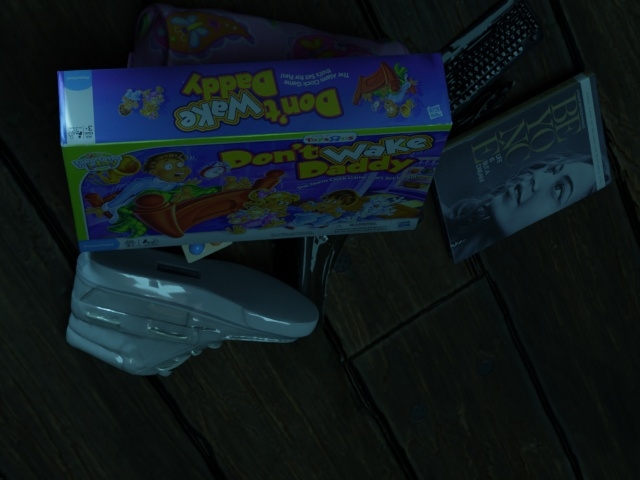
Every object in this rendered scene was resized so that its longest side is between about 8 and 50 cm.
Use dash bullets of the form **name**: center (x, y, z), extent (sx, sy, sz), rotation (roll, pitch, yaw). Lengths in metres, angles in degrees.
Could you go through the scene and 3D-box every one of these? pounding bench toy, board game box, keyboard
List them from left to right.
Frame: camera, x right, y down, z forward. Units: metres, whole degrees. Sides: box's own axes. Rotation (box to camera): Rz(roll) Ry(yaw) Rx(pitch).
- **pounding bench toy**: center (-0.117, -0.024, 1.499), extent (0.083, 0.065, 0.052), rotation (-25, 122, -12)
- **board game box**: center (-0.067, -0.080, 1.361), extent (0.347, 0.078, 0.233), rotation (-4, 157, -7)
- **keyboard**: center (0.175, -0.179, 1.574), extent (0.192, 0.038, 0.100), rotation (-41, 124, 0)

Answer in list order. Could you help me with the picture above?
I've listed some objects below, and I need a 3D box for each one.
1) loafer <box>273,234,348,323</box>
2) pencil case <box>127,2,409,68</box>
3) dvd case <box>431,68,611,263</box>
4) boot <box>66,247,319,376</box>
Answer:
- **loafer**: center (0.000, 0.000, 1.555), extent (0.078, 0.080, 0.220), rotation (-6, 116, -21)
- **pencil case**: center (-0.049, -0.163, 1.435), extent (0.284, 0.124, 0.124), rotation (4, 112, -27)
- **dvd case**: center (0.232, -0.083, 1.645), extent (0.221, 0.018, 0.165), rotation (-27, 130, -11)
- **boot**: center (-0.139, 0.088, 1.509), extent (0.258, 0.095, 0.123), rotation (16, 117, -4)
